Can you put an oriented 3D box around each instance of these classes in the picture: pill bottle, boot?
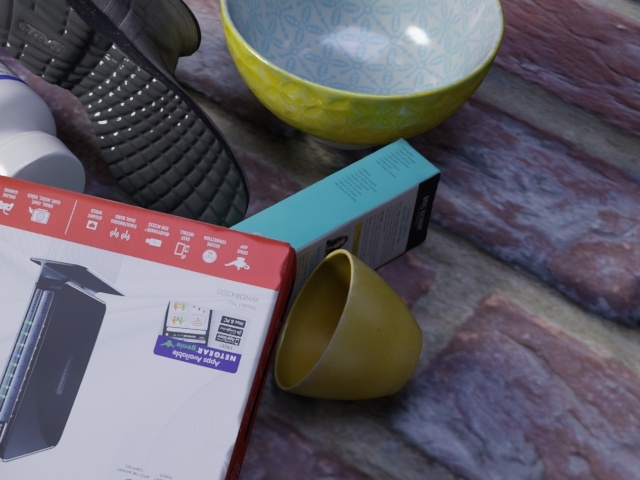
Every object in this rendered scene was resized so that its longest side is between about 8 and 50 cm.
[{"bbox_3d":[-0.351,-0.111,1.325,0.152,0.152,0.272,-32,59,-31],"label":"pill bottle"},{"bbox_3d":[-0.162,-0.171,1.387,0.338,0.118,0.222,52,27,-8],"label":"boot"}]

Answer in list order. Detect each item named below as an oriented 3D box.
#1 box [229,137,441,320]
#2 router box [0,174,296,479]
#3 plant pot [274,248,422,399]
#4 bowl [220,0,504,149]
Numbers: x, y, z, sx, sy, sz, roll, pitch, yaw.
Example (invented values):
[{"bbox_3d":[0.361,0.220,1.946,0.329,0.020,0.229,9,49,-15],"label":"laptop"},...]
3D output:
[{"bbox_3d":[0.000,0.000,1.301,0.244,0.100,0.060,-29,57,-30],"label":"box"},{"bbox_3d":[-0.217,0.113,1.115,0.335,0.082,0.301,13,67,5],"label":"router box"},{"bbox_3d":[0.033,0.088,1.218,0.095,0.134,0.134,25,44,-18],"label":"plant pot"},{"bbox_3d":[0.036,-0.188,1.442,0.290,0.156,0.289,4,46,-4],"label":"bowl"}]
